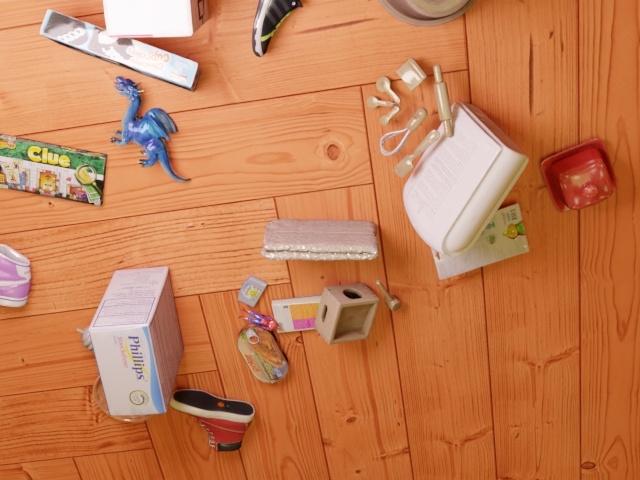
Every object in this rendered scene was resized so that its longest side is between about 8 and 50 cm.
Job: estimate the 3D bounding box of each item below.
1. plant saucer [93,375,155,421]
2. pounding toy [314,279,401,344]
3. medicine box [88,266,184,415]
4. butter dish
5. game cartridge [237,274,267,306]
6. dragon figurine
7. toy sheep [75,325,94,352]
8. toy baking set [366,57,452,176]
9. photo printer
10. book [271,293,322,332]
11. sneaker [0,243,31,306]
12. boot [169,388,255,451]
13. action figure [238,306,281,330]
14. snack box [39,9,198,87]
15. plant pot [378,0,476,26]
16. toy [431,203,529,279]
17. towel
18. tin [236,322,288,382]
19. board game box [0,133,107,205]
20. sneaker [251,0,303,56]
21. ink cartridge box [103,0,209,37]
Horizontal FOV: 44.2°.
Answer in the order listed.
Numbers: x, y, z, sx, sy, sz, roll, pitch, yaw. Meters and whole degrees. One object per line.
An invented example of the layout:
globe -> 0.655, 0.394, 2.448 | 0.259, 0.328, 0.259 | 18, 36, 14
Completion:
plant saucer -> -0.538, 0.425, 2.224 | 0.200, 0.037, 0.200 | 0, 117, 0
pounding toy -> 0.104, 0.160, 2.054 | 0.206, 0.094, 0.181 | -4, 121, -32
medicine box -> -0.456, 0.250, 1.991 | 0.149, 0.289, 0.263 | -4, 117, 2
butter dish -> 0.629, -0.137, 1.876 | 0.160, 0.118, 0.160 | -23, 114, 11
game cartridge -> -0.183, 0.134, 2.083 | 0.056, 0.017, 0.083 | 27, 114, -8
dragon figurine -> -0.392, -0.253, 1.847 | 0.289, 0.085, 0.144 | 41, 111, -17
toy sheep -> -0.595, 0.261, 2.115 | 0.132, 0.091, 0.091 | 30, 114, -19
toy baking set -> 0.211, -0.284, 1.811 | 0.197, 0.030, 0.256 | -12, 95, 31
photo printer -> 0.315, -0.131, 1.811 | 0.107, 0.256, 0.307 | 15, 118, -29
book -> -0.051, 0.198, 2.105 | 0.144, 0.035, 0.096 | -6, 120, 4
sneaker -> -0.886, 0.067, 2.017 | 0.282, 0.102, 0.161 | 8, 114, -16
boot -> -0.328, 0.525, 2.248 | 0.244, 0.088, 0.176 | 17, 118, -12
action figure -> -0.159, 0.213, 2.102 | 0.115, 0.030, 0.038 | 21, 76, 7
snack box -> -0.423, -0.406, 1.711 | 0.322, 0.187, 0.060 | 18, 95, -8
plant pot -> 0.230, -0.550, 1.609 | 0.263, 0.229, 0.263 | 0, 118, 0
toy -> 0.394, -0.003, 1.984 | 0.237, 0.056, 0.137 | -17, 112, 4
towel -> 0.000, 0.000, 1.916 | 0.282, 0.187, 0.049 | 1, 113, 1
tin -> -0.159, 0.308, 2.161 | 0.106, 0.040, 0.189 | -22, 115, 7
board game box -> -0.658, -0.171, 1.925 | 0.260, 0.030, 0.136 | 10, 115, -5
sneaker -> -0.088, -0.507, 1.715 | 0.097, 0.084, 0.234 | 13, 117, -7
ink cartridge box -> -0.335, -0.490, 1.641 | 0.172, 0.237, 0.100 | -1, 113, 1
